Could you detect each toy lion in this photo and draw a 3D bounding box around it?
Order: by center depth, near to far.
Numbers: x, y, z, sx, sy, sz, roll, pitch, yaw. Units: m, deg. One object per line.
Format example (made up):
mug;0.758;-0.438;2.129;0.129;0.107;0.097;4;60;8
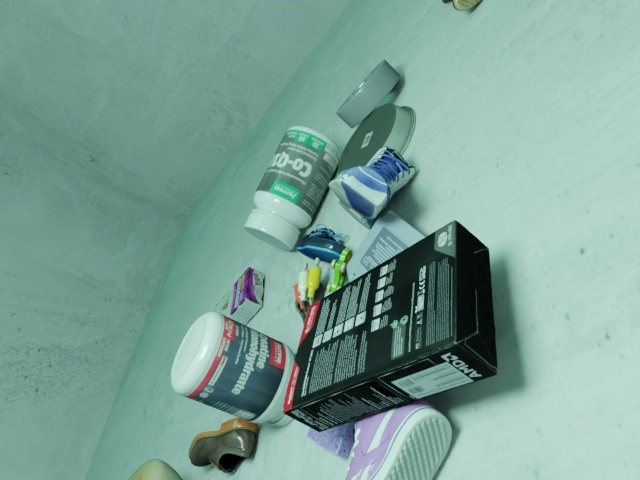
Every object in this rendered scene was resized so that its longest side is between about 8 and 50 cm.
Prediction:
toy lion;0.051;0.071;1.182;0.096;0.034;0.100;-38;-39;-63

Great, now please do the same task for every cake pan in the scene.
cake pan;0.149;-0.270;1.394;0.293;0.054;0.293;-45;27;31

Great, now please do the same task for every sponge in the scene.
sponge;0.048;0.299;0.952;0.117;0.031;0.210;-10;53;61

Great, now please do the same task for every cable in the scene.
cable;-0.041;0.184;1.220;0.139;0.072;0.287;-48;25;39

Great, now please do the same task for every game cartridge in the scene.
game cartridge;0.149;0.062;1.002;0.196;0.060;0.294;-53;23;8

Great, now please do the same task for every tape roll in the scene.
tape roll;0.147;-0.455;1.527;0.219;0.072;0.219;-47;11;13

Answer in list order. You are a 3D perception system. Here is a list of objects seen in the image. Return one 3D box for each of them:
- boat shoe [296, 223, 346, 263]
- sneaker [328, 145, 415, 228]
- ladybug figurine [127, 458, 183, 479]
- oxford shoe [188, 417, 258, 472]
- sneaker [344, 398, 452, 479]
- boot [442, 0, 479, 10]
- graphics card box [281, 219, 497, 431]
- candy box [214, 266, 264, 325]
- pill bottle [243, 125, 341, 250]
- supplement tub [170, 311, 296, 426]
boat shoe;0.000;0.000;1.316;0.089;0.109;0.258;-60;25;-9
sneaker;0.125;-0.143;1.116;0.182;0.127;0.315;-52;-7;-2
ladybug figurine;-0.488;0.800;1.288;0.450;0.161;0.305;-57;23;5
oxford shoe;-0.257;0.533;1.225;0.271;0.096;0.099;-42;34;36
sneaker;0.077;0.359;0.751;0.282;0.102;0.161;-51;19;-7
boot;0.409;-0.727;1.404;0.249;0.090;0.207;-64;11;-7
graphics card box;0.100;0.149;0.792;0.371;0.094;0.233;-37;26;39
candy box;-0.283;0.226;1.670;0.233;0.071;0.159;-47;27;27
pill bottle;-0.091;-0.164;1.571;0.204;0.204;0.361;-2;61;64
supplement tub;-0.178;0.296;1.110;0.191;0.272;0.191;-45;27;31
